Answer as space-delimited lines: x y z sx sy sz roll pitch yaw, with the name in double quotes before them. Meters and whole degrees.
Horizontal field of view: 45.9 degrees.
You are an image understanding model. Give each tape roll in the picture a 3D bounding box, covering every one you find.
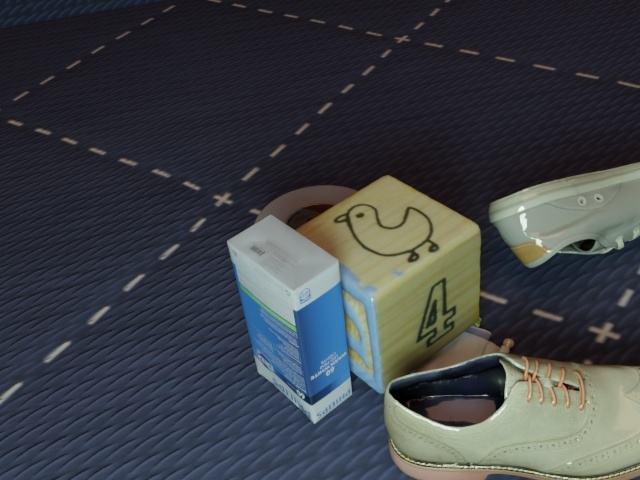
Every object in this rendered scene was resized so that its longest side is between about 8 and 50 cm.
"tape roll" 0.000 0.000 1.261 0.219 0.072 0.219 -3 41 3

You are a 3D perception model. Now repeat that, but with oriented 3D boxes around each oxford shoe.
"oxford shoe" 0.269 0.204 0.898 0.397 0.146 0.140 -11 44 8
"oxford shoe" 0.478 -0.052 1.224 0.450 0.169 0.130 -14 82 -20

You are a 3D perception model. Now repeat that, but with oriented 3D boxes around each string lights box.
"string lights box" -0.036 0.109 0.996 0.077 0.259 0.133 -34 48 -27

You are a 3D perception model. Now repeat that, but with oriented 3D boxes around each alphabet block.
"alphabet block" 0.090 0.057 1.063 0.197 0.193 0.192 -33 47 -26

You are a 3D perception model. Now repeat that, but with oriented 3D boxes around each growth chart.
"growth chart" 0.161 0.146 1.109 0.237 0.021 0.172 23 48 30
